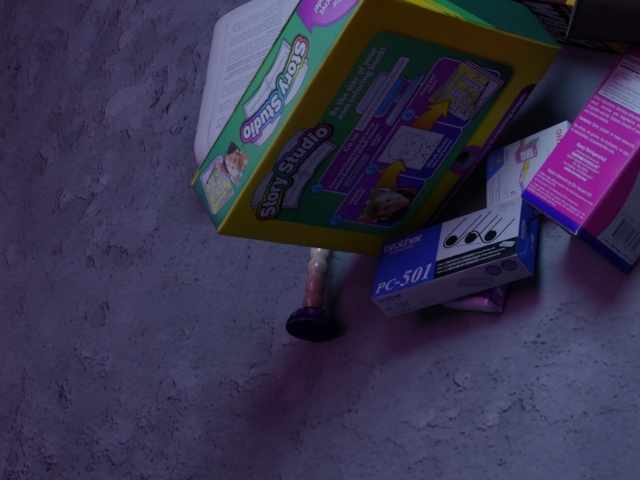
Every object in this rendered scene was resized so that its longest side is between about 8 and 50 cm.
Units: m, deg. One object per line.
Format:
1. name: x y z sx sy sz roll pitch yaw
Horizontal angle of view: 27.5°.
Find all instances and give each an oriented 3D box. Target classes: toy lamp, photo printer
1. toy lamp: 0.000 0.000 1.821 0.080 0.080 0.275 -20 53 38
2. photo printer: -0.074 -0.238 2.030 0.256 0.107 0.307 -18 54 39

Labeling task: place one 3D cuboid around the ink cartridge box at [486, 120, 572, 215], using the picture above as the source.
1. ink cartridge box: 0.268 -0.082 1.612 0.122 0.052 0.088 -22 50 35

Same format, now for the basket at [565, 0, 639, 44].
1. basket: 0.406 -0.291 1.450 0.227 0.154 0.204 15 71 8

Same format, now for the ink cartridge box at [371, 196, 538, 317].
1. ink cartridge box: 0.164 0.023 1.610 0.207 0.046 0.097 -20 39 32

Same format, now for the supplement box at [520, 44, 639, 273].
1. supplement box: 0.351 -0.094 1.485 0.220 0.111 0.114 -53 39 5

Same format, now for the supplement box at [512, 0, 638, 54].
1. supplement box: 0.334 -0.356 1.659 0.194 0.129 0.191 23 84 51

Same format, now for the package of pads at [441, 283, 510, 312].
1. package of pads: 0.190 0.062 1.616 0.083 0.032 0.050 2 67 47

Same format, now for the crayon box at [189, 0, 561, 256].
1. crayon box: 0.064 -0.150 1.589 0.363 0.313 0.106 -56 44 29
